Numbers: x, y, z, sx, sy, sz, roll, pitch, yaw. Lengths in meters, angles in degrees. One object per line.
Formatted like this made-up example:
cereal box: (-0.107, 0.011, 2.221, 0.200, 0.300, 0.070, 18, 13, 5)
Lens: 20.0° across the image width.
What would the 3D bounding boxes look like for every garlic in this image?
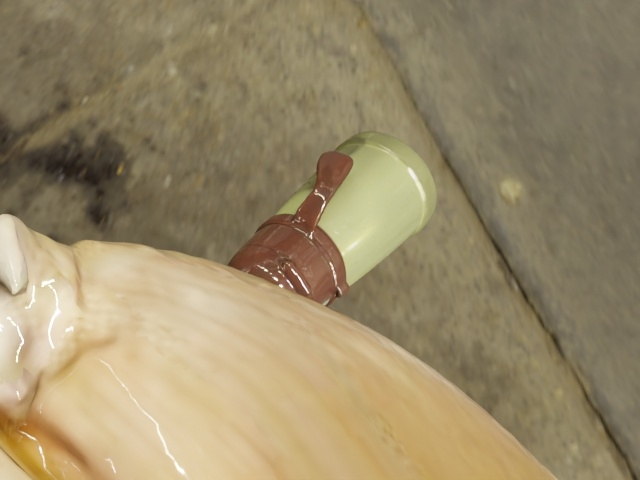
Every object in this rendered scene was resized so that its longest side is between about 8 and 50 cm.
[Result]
garlic: (-0.003, 0.104, 0.383, 0.110, 0.217, 0.228, -46, 73, 28)

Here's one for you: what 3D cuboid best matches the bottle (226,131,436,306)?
bottle: (-0.001, -0.002, 0.695, 0.047, 0.101, 0.063, 8, 126, 38)
